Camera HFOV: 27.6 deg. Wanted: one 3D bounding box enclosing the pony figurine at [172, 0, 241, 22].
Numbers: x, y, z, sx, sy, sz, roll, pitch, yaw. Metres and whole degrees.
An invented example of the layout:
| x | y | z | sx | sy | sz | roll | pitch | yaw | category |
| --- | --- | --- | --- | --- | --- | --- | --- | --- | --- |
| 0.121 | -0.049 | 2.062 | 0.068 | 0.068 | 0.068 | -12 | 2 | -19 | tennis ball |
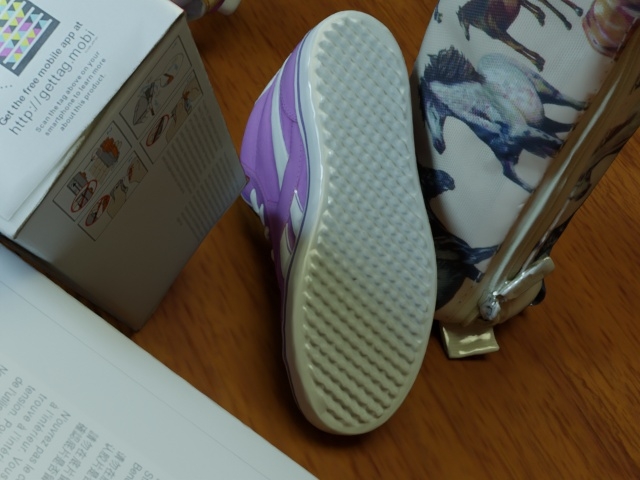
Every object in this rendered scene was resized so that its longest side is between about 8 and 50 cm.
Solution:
| x | y | z | sx | sy | sz | roll | pitch | yaw | category |
| --- | --- | --- | --- | --- | --- | --- | --- | --- | --- |
| -0.152 | -0.273 | 0.981 | 0.351 | 0.303 | 0.363 | 49 | 48 | -25 | pony figurine |

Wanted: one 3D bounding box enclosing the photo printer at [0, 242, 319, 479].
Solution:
| x | y | z | sx | sy | sz | roll | pitch | yaw | category |
| --- | --- | --- | --- | --- | --- | --- | --- | --- | --- |
| -0.130 | 0.156 | 0.565 | 0.308 | 0.107 | 0.256 | 37 | 46 | -9 | photo printer |

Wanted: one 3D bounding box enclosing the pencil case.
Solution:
| x | y | z | sx | sy | sz | roll | pitch | yaw | category |
| --- | --- | --- | --- | --- | --- | --- | --- | --- | --- |
| 0.151 | -0.108 | 0.874 | 0.160 | 0.410 | 0.183 | -10 | 54 | -28 | pencil case |

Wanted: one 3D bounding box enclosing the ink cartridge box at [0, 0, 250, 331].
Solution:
| x | y | z | sx | sy | sz | roll | pitch | yaw | category |
| --- | --- | --- | --- | --- | --- | --- | --- | --- | --- |
| -0.195 | -0.095 | 0.715 | 0.272 | 0.130 | 0.309 | 34 | -8 | 8 | ink cartridge box |

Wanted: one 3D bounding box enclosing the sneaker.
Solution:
| x | y | z | sx | sy | sz | roll | pitch | yaw | category |
| --- | --- | --- | --- | --- | --- | --- | --- | --- | --- |
| 0.001 | 0.000 | 0.908 | 0.102 | 0.161 | 0.282 | 10 | 73 | -25 | sneaker |
